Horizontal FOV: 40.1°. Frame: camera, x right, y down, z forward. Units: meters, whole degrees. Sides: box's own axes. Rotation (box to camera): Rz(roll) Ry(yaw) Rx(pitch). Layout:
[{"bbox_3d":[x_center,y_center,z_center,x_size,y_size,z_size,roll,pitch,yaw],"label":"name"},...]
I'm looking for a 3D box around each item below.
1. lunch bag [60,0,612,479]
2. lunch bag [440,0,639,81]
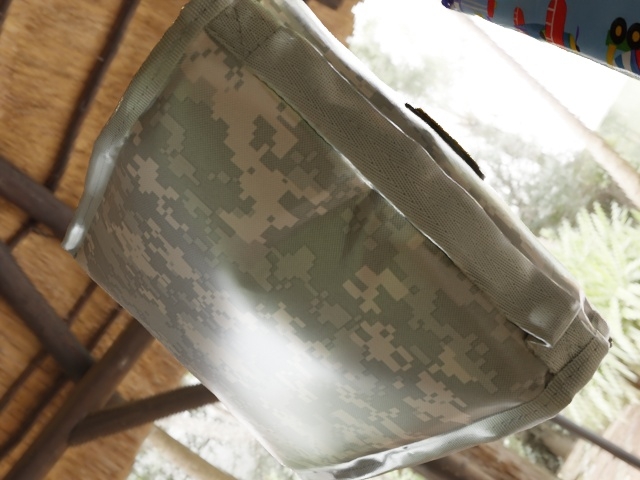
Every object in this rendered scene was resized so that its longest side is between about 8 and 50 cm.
[{"bbox_3d":[0.000,0.000,0.482,0.169,0.235,0.287,-47,5,-24],"label":"lunch bag"},{"bbox_3d":[0.247,-0.181,0.467,0.293,0.221,0.138,-11,-61,-20],"label":"lunch bag"}]
